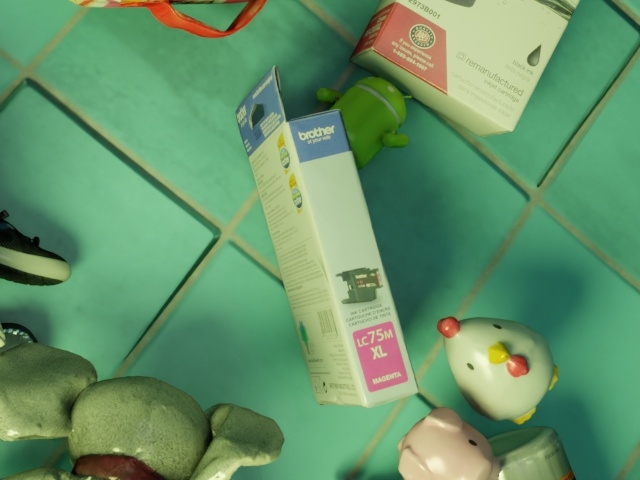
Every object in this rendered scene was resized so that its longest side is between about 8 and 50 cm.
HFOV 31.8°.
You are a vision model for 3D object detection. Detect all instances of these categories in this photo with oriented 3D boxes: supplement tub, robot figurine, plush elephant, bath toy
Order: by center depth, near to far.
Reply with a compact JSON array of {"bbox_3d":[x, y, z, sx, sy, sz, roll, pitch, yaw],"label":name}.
[{"bbox_3d":[-0.182,0.226,0.939,0.272,0.330,0.255,25,40,2],"label":"plush elephant"},{"bbox_3d":[0.098,0.214,1.022,0.129,0.151,0.348,39,74,-28],"label":"bath toy"},{"bbox_3d":[0.213,0.292,1.120,0.117,0.117,0.190,-21,90,-18],"label":"supplement tub"},{"bbox_3d":[0.041,-0.119,1.147,0.101,0.067,0.115,36,73,22],"label":"robot figurine"}]

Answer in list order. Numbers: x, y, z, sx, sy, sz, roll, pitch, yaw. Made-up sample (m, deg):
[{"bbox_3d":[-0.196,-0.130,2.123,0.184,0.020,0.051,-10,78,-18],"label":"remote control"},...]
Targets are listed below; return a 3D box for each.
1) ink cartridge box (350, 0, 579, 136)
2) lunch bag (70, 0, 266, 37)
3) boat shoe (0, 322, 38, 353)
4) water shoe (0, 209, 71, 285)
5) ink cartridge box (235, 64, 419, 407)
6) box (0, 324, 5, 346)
[{"bbox_3d":[0.166,-0.253,1.168,0.172,0.100,0.237,29,85,-11],"label":"ink cartridge box"},{"bbox_3d":[-0.127,-0.320,1.065,0.293,0.120,0.258,-15,97,-36],"label":"lunch bag"},{"bbox_3d":[-0.354,0.165,0.981,0.258,0.089,0.109,-39,95,-18],"label":"boat shoe"},{"bbox_3d":[-0.318,-0.021,1.025,0.203,0.073,0.080,20,73,-15],"label":"water shoe"},{"bbox_3d":[0.000,0.000,1.057,0.065,0.186,0.311,-17,88,-15],"label":"ink cartridge box"},{"bbox_3d":[-0.409,0.097,0.921,0.275,0.113,0.094,-32,134,-7],"label":"box"}]
